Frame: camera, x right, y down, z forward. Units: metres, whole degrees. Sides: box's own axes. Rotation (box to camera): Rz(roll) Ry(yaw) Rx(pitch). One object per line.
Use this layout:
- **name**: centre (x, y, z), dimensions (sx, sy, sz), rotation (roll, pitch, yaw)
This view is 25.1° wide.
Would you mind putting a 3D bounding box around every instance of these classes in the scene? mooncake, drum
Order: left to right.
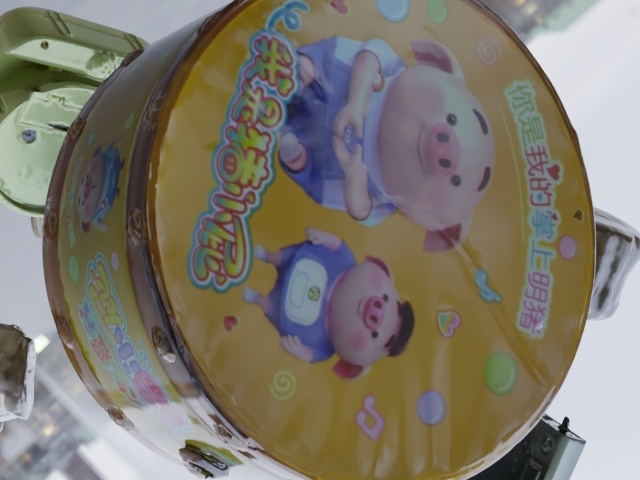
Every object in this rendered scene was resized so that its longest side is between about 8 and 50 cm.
- **drum**: centre (0.000, 0.000, 1.165), dimensions (0.431, 0.431, 0.214), rotation (-45, -162, -27)
- **mooncake**: centre (0.376, 0.015, 2.350), dimensions (0.290, 0.290, 0.161), rotation (-66, 174, -79)

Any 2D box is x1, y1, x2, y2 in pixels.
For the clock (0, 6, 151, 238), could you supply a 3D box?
- **clock**: centre (-0.334, -0.126, 1.778), dimensions (0.308, 0.235, 0.096), rotation (-60, -138, 23)

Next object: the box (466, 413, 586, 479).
- **box**: centre (0.251, 0.306, 2.046), dimensions (0.270, 0.045, 0.210), rotation (36, -75, 58)

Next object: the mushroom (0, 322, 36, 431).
- **mushroom**: centre (-0.378, 0.131, 1.423), dimensions (0.255, 0.184, 0.254), rotation (-173, -90, -86)
